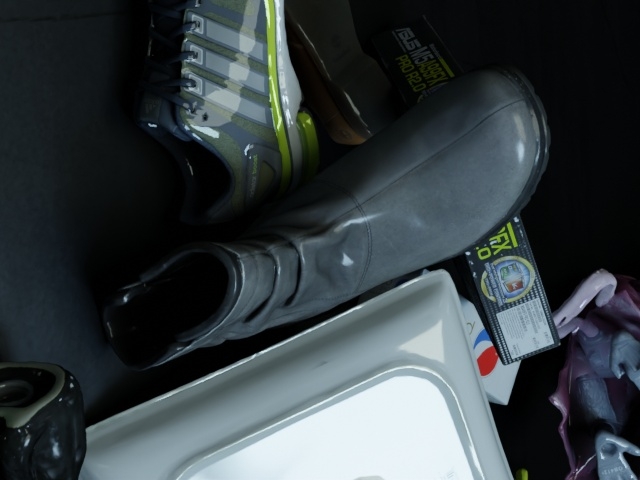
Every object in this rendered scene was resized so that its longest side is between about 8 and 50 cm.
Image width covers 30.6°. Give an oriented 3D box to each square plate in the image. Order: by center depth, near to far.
[{"bbox_3d":[0.014,0.245,0.963,0.344,0.049,0.347,-24,106,-13],"label":"square plate"}]

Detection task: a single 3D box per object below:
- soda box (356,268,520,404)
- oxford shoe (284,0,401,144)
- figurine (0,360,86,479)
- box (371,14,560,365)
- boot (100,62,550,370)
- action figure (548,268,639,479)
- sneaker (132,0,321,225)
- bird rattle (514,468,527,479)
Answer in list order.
[{"bbox_3d":[0.125,0.098,1.199,0.216,0.069,0.074,35,70,-44],"label":"soda box"},{"bbox_3d":[-0.011,-0.176,1.014,0.076,0.076,0.212,-33,103,-39],"label":"oxford shoe"},{"bbox_3d":[-0.216,0.224,0.781,0.215,0.092,0.209,-59,144,-58],"label":"figurine"},{"bbox_3d":[0.134,-0.050,1.096,0.060,0.216,0.270,-21,119,3],"label":"box"},{"bbox_3d":[0.000,0.000,0.866,0.223,0.338,0.118,-17,70,-50],"label":"boot"},{"bbox_3d":[0.329,0.128,1.367,0.276,0.248,0.370,44,25,-8],"label":"action figure"},{"bbox_3d":[-0.091,-0.142,0.897,0.121,0.111,0.300,-38,120,-35],"label":"sneaker"},{"bbox_3d":[0.170,0.336,1.279,0.207,0.143,0.253,-57,146,-10],"label":"bird rattle"}]
